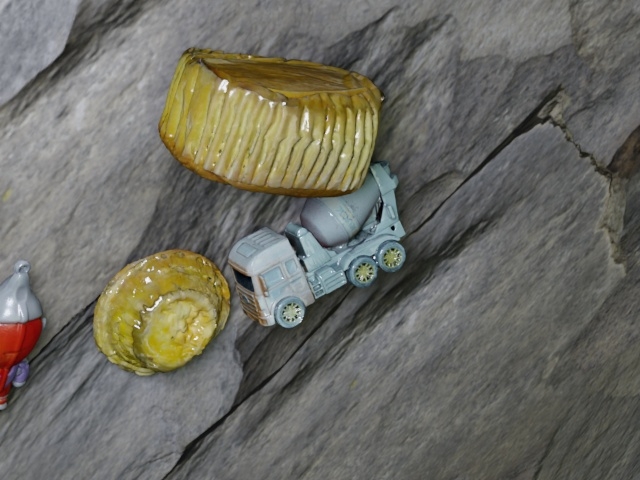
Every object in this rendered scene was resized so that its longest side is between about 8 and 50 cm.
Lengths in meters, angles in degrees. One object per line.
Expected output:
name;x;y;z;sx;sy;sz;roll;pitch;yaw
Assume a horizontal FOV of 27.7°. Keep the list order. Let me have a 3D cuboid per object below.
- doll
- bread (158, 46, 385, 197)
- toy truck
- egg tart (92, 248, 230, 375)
doll;-0.384;0.118;1.580;0.102;0.075;0.228;-11;131;-41
bread;-0.057;-0.140;1.536;0.253;0.227;0.143;-3;119;-36
toy truck;0.000;0.000;1.725;0.256;0.108;0.140;-28;113;-17
egg tart;-0.198;0.100;1.682;0.191;0.074;0.191;-13;119;-25
